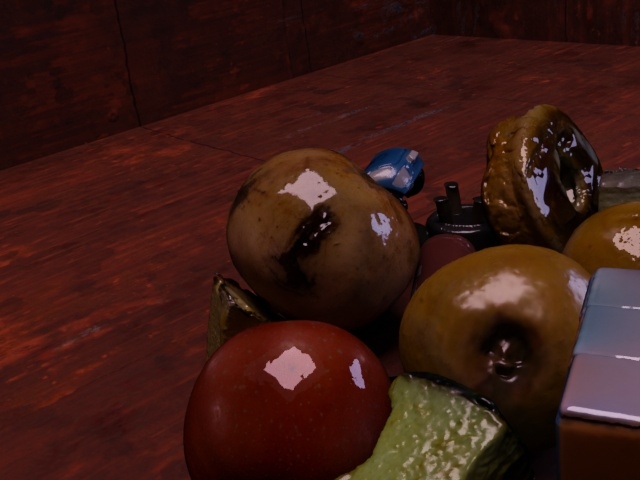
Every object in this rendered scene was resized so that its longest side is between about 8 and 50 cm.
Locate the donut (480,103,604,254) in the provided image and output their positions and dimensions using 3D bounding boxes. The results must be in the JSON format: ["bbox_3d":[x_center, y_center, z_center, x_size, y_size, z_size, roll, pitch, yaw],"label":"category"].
[{"bbox_3d":[0.405,-0.090,1.539,0.160,0.330,0.330,-10,18,38],"label":"donut"}]

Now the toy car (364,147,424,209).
[{"bbox_3d":[0.073,-0.060,1.592,0.166,0.314,0.198,34,33,0],"label":"toy car"}]

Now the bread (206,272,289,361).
[{"bbox_3d":[-0.108,0.129,1.350,0.169,0.160,0.140,-15,24,-13],"label":"bread"}]

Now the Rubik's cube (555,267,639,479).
[{"bbox_3d":[0.391,0.220,0.800,0.291,0.291,0.290,3,25,24],"label":"Rubik's cube"}]

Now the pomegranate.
[{"bbox_3d":[0.000,0.000,1.365,0.322,0.322,0.322,-7,23,3],"label":"pomegranate"}]

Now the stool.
[{"bbox_3d":[0.261,-0.025,1.606,0.228,0.139,0.153,-14,24,-17],"label":"stool"}]

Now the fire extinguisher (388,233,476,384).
[{"bbox_3d":[0.169,0.130,1.318,0.147,0.106,0.337,-25,24,29],"label":"fire extinguisher"}]

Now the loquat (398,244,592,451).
[{"bbox_3d":[0.245,0.132,1.083,0.275,0.274,0.275,-7,23,3],"label":"loquat"}]

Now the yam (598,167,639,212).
[{"bbox_3d":[0.608,-0.024,1.433,0.271,0.202,0.201,9,7,38],"label":"yam"}]

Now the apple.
[{"bbox_3d":[-0.038,0.222,0.992,0.260,0.260,0.216,-5,51,8],"label":"apple"}]

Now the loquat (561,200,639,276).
[{"bbox_3d":[0.478,0.049,1.238,0.244,0.244,0.244,-7,23,3],"label":"loquat"}]

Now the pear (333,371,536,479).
[{"bbox_3d":[0.099,0.298,0.855,0.164,0.238,0.255,21,62,42],"label":"pear"}]
